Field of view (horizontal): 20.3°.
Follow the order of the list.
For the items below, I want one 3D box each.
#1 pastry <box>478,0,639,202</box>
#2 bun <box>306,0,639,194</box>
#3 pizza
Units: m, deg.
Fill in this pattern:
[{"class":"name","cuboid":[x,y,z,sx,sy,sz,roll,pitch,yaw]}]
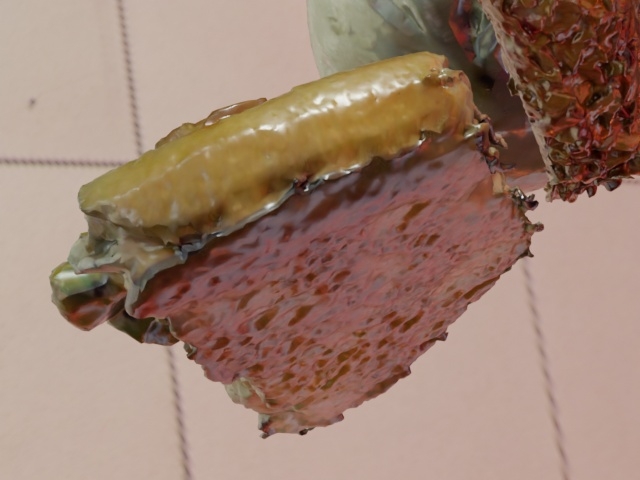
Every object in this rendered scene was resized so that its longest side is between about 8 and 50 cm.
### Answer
[{"class":"pastry","cuboid":[0.109,-0.080,0.742,0.169,0.063,0.087,60,37,-48]},{"class":"bun","cuboid":[0.118,-0.153,1.157,0.273,0.273,0.168,19,20,-23]},{"class":"pizza","cuboid":[0.000,0.000,0.615,0.069,0.147,0.226,63,9,23]}]
